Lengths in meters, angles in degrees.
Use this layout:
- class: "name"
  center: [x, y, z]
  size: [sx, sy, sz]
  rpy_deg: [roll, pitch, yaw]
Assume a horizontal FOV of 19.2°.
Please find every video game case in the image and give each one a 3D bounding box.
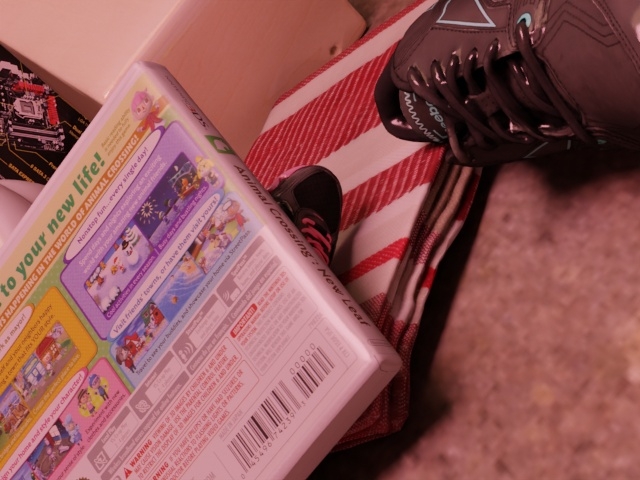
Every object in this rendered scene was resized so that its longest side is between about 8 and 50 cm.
- class: "video game case"
  center: [-0.084, 0.061, 0.838]
  size: [0.212, 0.023, 0.193]
  rpy_deg: [-52, 58, 21]

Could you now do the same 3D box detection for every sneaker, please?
- class: "sneaker"
  center: [0.094, -0.064, 0.775]
  size: [0.106, 0.101, 0.267]
  rpy_deg: [-30, 10, -5]
- class: "sneaker"
  center: [-0.010, 0.016, 0.848]
  size: [0.057, 0.047, 0.119]
  rpy_deg: [-14, 47, 50]

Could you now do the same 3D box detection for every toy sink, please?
- class: "toy sink"
  center: [-0.108, -0.143, 1.232]
  size: [0.153, 0.131, 0.234]
  rpy_deg: [-52, 40, -6]

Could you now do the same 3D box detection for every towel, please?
- class: "towel"
  center: [0.000, 0.000, 0.969]
  size: [0.237, 0.037, 0.329]
  rpy_deg: [-30, 28, 44]

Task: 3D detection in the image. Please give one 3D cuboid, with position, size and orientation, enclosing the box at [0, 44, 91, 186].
- class: "box"
  center: [-0.276, -0.106, 1.311]
  size: [0.257, 0.322, 0.079]
  rpy_deg: [-55, 20, -12]

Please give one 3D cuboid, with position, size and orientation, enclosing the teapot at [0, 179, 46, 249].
- class: "teapot"
  center: [-0.208, 0.096, 1.038]
  size: [0.256, 0.187, 0.252]
  rpy_deg: [-26, 59, 10]
